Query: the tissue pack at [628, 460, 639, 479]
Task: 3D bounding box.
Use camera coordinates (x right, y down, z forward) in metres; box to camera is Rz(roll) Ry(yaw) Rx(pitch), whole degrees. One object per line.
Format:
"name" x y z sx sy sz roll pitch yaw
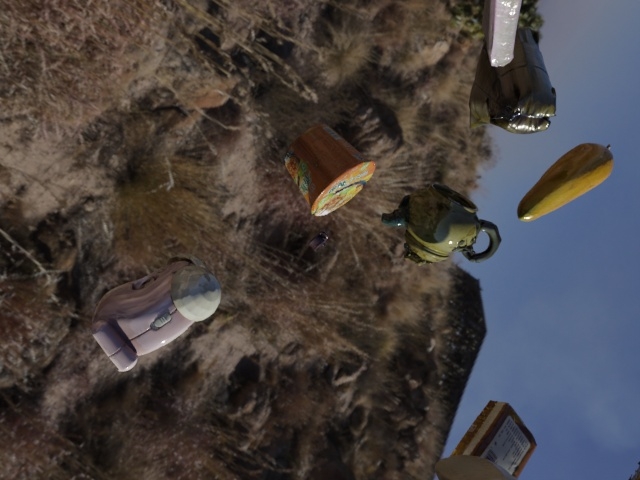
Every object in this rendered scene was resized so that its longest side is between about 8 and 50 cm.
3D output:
"tissue pack" 0.751 0.530 1.041 0.134 0.271 0.192 -31 143 -27

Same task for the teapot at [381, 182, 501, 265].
"teapot" 0.267 -0.017 1.209 0.173 0.270 0.182 -84 -161 -67

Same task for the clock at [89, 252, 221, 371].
"clock" -0.437 0.170 1.471 0.326 0.184 0.342 -30 -158 -12

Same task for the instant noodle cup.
"instant noodle cup" 0.014 -0.209 1.545 0.230 0.182 0.230 -37 166 -11

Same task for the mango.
"mango" 0.657 -0.156 1.451 0.317 0.119 0.176 -39 174 4

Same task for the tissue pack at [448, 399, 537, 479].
"tissue pack" 0.481 0.583 1.485 0.226 0.183 0.092 -44 -163 -28

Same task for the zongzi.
"zongzi" 0.409 -0.288 1.226 0.300 0.139 0.286 104 -9 -54

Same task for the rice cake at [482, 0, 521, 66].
"rice cake" 0.309 -0.425 0.922 0.298 0.050 0.106 53 31 -66

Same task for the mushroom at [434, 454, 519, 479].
"mushroom" 0.376 0.547 1.057 0.128 0.350 0.128 -27 138 -27

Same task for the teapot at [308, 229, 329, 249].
"teapot" 0.000 0.000 1.631 0.068 0.045 0.100 -47 -177 -30
